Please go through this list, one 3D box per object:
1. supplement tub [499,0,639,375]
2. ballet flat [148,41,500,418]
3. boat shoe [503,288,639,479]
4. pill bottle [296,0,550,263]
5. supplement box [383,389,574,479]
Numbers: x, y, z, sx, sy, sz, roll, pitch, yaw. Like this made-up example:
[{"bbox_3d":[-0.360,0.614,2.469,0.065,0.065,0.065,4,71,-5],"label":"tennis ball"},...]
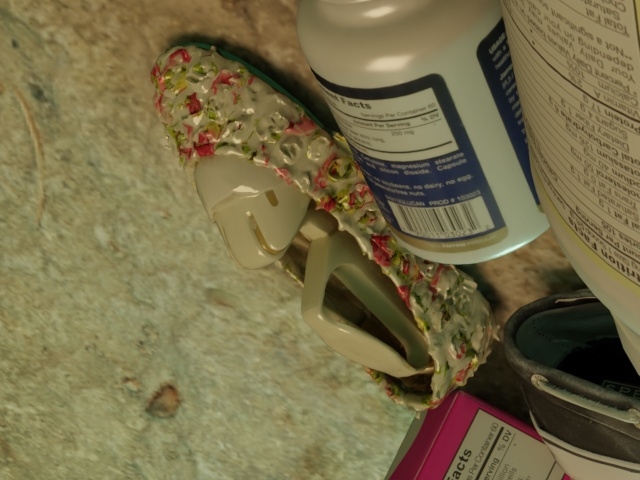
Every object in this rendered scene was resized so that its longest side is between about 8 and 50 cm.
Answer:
[{"bbox_3d":[0.170,-0.096,0.583,0.235,0.235,0.325,8,142,24],"label":"supplement tub"},{"bbox_3d":[0.000,0.000,0.951,0.241,0.077,0.091,42,143,-20],"label":"ballet flat"},{"bbox_3d":[0.224,0.068,0.881,0.301,0.108,0.102,5,142,38],"label":"boat shoe"},{"bbox_3d":[0.046,-0.078,0.807,0.094,0.094,0.169,2,138,30],"label":"pill bottle"},{"bbox_3d":[0.138,0.181,1.039,0.220,0.114,0.111,29,171,-2],"label":"supplement box"}]
